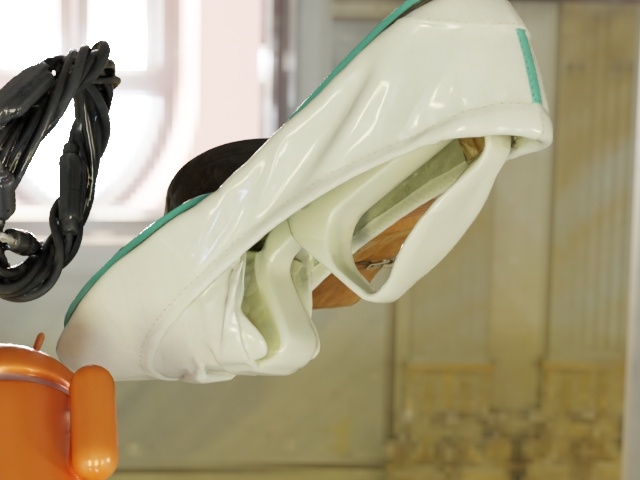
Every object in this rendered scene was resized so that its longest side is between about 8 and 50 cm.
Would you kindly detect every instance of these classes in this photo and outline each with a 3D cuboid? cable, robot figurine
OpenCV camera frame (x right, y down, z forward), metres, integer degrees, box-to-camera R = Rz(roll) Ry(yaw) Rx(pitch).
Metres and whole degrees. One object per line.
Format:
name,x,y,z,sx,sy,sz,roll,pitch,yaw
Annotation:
cable,-0.169,-0.047,1.253,0.047,0.150,0.184,10,-147,16
robot figurine,-0.191,0.152,1.167,0.128,0.158,0.219,2,-140,-15

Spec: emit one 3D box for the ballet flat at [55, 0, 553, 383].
ballet flat,-0.015,0.004,1.227,0.400,0.139,0.139,-40,171,25

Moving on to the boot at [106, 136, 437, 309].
boot,0.000,0.000,1.518,0.280,0.096,0.264,-5,148,-42
